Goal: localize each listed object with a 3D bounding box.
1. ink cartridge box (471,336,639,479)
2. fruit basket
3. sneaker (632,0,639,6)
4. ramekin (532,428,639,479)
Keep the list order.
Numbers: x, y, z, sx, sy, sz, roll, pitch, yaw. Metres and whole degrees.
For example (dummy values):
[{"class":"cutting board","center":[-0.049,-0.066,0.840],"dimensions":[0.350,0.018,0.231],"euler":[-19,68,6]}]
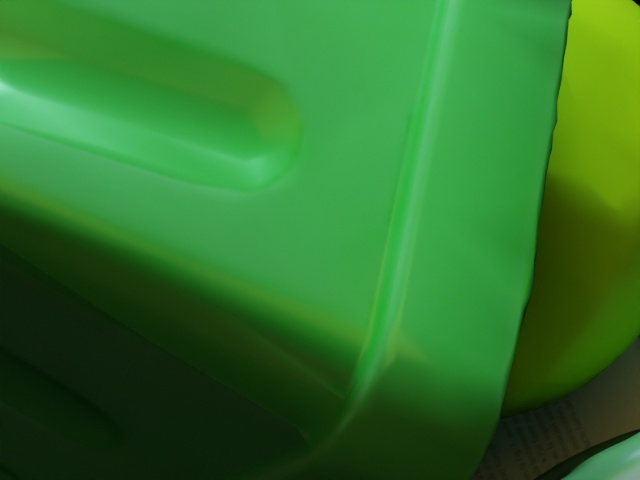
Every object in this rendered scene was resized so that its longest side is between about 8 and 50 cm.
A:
[{"class":"ink cartridge box","center":[0.011,0.052,0.745],"dimensions":[0.239,0.060,0.275],"euler":[-22,59,1]},{"class":"fruit basket","center":[0.000,0.000,0.591],"dimensions":[0.392,0.392,0.283],"euler":[8,64,10]},{"class":"sneaker","center":[0.183,-0.109,0.785],"dimensions":[0.087,0.128,0.221],"euler":[21,64,16]},{"class":"ramekin","center":[0.161,0.195,0.549],"dimensions":[0.303,0.148,0.303],"euler":[-1,74,5]}]
